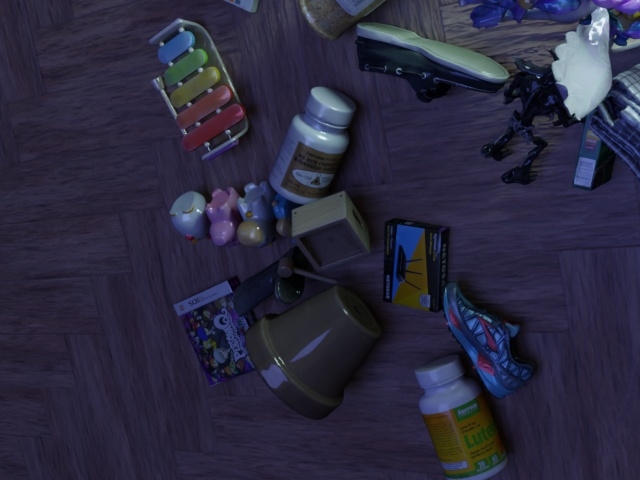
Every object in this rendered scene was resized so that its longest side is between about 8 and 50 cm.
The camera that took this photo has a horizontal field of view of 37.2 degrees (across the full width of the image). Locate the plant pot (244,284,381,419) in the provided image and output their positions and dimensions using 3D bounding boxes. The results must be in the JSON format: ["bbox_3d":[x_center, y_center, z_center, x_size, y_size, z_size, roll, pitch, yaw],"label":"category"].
[{"bbox_3d":[0.003,0.220,2.086,0.229,0.263,0.263,-44,78,17],"label":"plant pot"}]

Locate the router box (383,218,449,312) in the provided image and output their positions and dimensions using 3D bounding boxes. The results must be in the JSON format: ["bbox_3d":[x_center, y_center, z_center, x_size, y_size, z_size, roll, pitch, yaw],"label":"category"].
[{"bbox_3d":[0.199,0.051,1.999,0.133,0.046,0.179,10,110,31],"label":"router box"}]

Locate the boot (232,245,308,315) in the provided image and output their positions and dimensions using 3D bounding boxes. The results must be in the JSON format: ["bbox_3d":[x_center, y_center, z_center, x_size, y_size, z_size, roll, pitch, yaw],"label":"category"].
[{"bbox_3d":[-0.127,0.115,2.169,0.208,0.189,0.076,-29,111,30],"label":"boot"}]

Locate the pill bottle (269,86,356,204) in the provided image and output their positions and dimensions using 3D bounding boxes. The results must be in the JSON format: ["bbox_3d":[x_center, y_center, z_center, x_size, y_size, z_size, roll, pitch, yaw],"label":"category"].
[{"bbox_3d":[-0.012,-0.201,2.011,0.131,0.131,0.229,36,121,20],"label":"pill bottle"}]

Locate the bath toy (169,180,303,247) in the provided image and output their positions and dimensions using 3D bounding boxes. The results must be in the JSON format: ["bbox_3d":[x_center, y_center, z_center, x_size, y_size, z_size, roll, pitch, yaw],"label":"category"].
[{"bbox_3d":[-0.196,-0.044,2.194,0.348,0.151,0.129,-1,139,35],"label":"bath toy"}]

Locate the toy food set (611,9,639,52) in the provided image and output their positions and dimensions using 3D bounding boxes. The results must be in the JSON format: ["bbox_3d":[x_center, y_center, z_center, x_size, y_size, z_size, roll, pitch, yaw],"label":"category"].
[{"bbox_3d":[0.548,-0.486,1.569,0.220,0.092,0.306,-13,97,36],"label":"toy food set"}]

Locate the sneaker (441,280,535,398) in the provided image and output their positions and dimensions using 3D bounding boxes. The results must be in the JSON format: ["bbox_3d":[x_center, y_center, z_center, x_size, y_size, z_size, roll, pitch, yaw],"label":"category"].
[{"bbox_3d":[0.345,0.183,1.929,0.125,0.104,0.262,-32,90,19],"label":"sneaker"}]

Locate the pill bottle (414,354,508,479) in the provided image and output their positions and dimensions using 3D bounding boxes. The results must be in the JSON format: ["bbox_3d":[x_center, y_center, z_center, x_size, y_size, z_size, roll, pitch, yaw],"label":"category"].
[{"bbox_3d":[0.286,0.370,1.983,0.136,0.136,0.245,-19,93,36],"label":"pill bottle"}]

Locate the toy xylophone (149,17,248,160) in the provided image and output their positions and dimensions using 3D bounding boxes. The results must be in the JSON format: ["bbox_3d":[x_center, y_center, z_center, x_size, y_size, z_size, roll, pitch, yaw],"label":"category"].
[{"bbox_3d":[-0.291,-0.334,2.189,0.236,0.081,0.322,-35,84,37],"label":"toy xylophone"}]

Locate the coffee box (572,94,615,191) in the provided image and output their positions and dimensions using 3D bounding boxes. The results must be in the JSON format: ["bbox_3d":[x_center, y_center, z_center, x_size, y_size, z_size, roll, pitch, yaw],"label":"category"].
[{"bbox_3d":[0.498,-0.187,1.685,0.040,0.113,0.184,18,112,30],"label":"coffee box"}]

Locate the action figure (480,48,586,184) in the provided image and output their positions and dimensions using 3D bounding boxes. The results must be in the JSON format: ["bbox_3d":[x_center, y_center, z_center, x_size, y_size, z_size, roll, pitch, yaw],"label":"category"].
[{"bbox_3d":[0.396,-0.237,1.725,0.164,0.141,0.275,43,139,18],"label":"action figure"}]

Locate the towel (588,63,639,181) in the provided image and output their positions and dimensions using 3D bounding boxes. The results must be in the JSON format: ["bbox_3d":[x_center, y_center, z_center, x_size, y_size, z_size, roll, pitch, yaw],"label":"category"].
[{"bbox_3d":[0.590,-0.163,1.556,0.283,0.235,0.121,48,137,14],"label":"towel"}]

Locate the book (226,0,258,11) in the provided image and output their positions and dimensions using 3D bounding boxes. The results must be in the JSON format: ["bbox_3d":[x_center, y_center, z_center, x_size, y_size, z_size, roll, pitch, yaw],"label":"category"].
[{"bbox_3d":[-0.191,-0.571,2.079,0.144,0.035,0.096,31,116,22],"label":"book"}]

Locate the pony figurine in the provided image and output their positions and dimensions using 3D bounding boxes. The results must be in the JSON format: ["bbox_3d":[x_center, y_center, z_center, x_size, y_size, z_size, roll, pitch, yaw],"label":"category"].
[{"bbox_3d":[0.397,-0.380,1.473,0.363,0.351,0.302,22,126,42],"label":"pony figurine"}]

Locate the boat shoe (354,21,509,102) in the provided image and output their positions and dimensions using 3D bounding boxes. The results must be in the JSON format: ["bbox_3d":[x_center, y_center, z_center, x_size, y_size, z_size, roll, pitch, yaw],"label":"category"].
[{"bbox_3d":[0.203,-0.325,1.832,0.340,0.127,0.113,24,118,28],"label":"boat shoe"}]

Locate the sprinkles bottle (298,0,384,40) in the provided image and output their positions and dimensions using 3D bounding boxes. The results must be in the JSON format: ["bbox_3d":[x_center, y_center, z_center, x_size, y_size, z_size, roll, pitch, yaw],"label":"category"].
[{"bbox_3d":[0.114,-0.529,1.831,0.355,0.121,0.121,-32,86,36],"label":"sprinkles bottle"}]

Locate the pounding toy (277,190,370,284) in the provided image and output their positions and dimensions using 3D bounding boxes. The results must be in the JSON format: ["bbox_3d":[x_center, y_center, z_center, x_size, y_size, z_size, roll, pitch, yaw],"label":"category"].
[{"bbox_3d":[-0.001,0.008,2.052,0.206,0.094,0.181,-19,133,18],"label":"pounding toy"}]

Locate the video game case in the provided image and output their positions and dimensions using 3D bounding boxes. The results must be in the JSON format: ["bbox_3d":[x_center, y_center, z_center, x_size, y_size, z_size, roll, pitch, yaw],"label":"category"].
[{"bbox_3d":[-0.241,0.227,2.353,0.210,0.042,0.232,-24,91,38],"label":"video game case"}]
